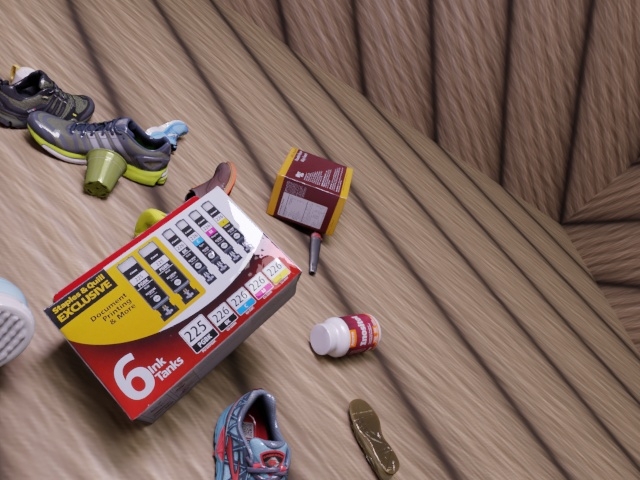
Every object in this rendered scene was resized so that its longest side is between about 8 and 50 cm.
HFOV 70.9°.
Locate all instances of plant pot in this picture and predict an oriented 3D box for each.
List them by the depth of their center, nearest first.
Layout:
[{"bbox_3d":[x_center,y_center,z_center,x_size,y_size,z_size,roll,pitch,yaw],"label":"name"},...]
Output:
[{"bbox_3d":[-0.459,-0.135,0.946,0.083,0.083,0.079,19,49,-26],"label":"plant pot"}]

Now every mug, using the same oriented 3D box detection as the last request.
[{"bbox_3d":[-0.675,-0.360,1.021,0.078,0.064,0.062,26,35,-17],"label":"mug"}]

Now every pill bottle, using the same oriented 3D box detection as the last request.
[{"bbox_3d":[0.055,0.209,0.988,0.152,0.086,0.086,1,47,-42],"label":"pill bottle"}]

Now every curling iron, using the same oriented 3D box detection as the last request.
[{"bbox_3d":[0.000,0.000,1.242,0.068,0.035,0.274,30,33,-11],"label":"curling iron"}]

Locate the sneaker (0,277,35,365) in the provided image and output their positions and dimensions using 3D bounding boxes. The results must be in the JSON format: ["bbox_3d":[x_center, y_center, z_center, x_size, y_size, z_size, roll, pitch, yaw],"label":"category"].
[{"bbox_3d":[-0.556,0.109,0.528,0.365,0.135,0.150,1,18,-37],"label":"sneaker"}]

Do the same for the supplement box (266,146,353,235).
[{"bbox_3d":[-0.027,-0.142,1.272,0.194,0.129,0.191,19,34,-3],"label":"supplement box"}]

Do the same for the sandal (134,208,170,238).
[{"bbox_3d":[-0.225,0.051,0.892,0.317,0.126,0.138,50,31,17],"label":"sandal"}]

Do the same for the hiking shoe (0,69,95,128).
[{"bbox_3d":[-0.594,-0.312,0.991,0.086,0.114,0.227,44,33,9],"label":"hiking shoe"}]

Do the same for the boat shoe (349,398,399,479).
[{"bbox_3d":[0.095,0.379,0.862,0.056,0.048,0.153,-7,46,-33],"label":"boat shoe"}]

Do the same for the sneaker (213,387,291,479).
[{"bbox_3d":[-0.098,0.337,0.646,0.104,0.125,0.262,15,39,-30],"label":"sneaker"}]

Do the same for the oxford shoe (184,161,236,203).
[{"bbox_3d":[-0.267,-0.118,1.084,0.098,0.097,0.271,19,36,-16],"label":"oxford shoe"}]

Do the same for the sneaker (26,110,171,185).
[{"bbox_3d":[-0.473,-0.228,0.995,0.299,0.121,0.111,15,38,-31],"label":"sneaker"}]

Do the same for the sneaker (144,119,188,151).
[{"bbox_3d":[-0.402,-0.264,1.184,0.073,0.063,0.162,53,36,-9],"label":"sneaker"}]

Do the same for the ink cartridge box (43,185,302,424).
[{"bbox_3d":[-0.236,0.073,0.711,0.272,0.130,0.309,44,67,11],"label":"ink cartridge box"}]
